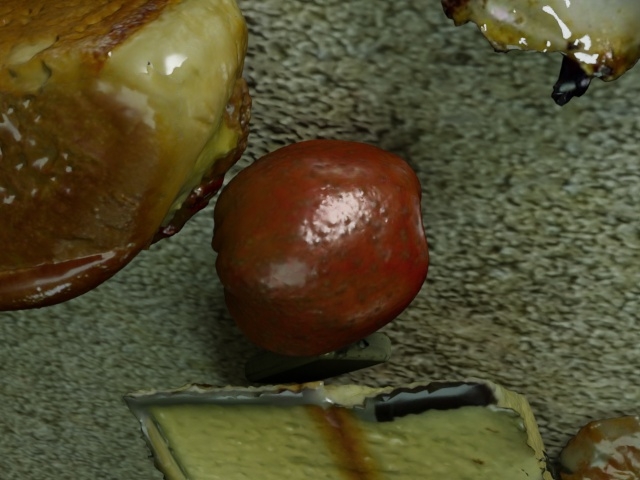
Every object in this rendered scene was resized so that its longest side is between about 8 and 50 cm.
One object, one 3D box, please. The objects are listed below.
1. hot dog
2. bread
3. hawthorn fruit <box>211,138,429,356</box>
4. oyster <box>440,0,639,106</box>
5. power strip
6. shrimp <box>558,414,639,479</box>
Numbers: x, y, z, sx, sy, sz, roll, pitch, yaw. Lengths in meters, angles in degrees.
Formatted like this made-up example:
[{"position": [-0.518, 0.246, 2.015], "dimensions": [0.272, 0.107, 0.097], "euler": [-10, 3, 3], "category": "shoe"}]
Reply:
[{"position": [-0.240, -0.073, 0.831], "dimensions": [0.405, 0.185, 0.223], "euler": [-3, 124, 16], "category": "hot dog"}, {"position": [0.063, 0.287, 0.939], "dimensions": [0.345, 0.242, 0.405], "euler": [-14, 86, 12], "category": "bread"}, {"position": [0.000, 0.000, 0.844], "dimensions": [0.189, 0.189, 0.189], "euler": [7, 127, 9], "category": "hawthorn fruit"}, {"position": [0.206, -0.259, 0.645], "dimensions": [0.221, 0.096, 0.361], "euler": [44, 124, -13], "category": "oyster"}, {"position": [-0.002, 0.106, 0.956], "dimensions": [0.076, 0.028, 0.169], "euler": [7, 161, -30], "category": "power strip"}, {"position": [0.360, 0.275, 1.026], "dimensions": [0.294, 0.062, 0.154], "euler": [42, 119, -16], "category": "shrimp"}]
